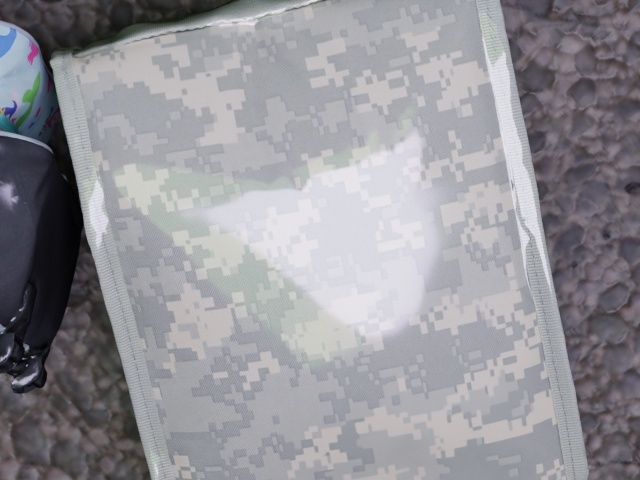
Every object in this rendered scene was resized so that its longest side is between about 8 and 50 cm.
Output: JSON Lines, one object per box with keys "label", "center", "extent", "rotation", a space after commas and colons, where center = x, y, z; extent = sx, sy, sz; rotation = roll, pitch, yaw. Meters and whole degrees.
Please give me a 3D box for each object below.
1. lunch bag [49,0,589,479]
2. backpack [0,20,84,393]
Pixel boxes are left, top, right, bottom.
{"label": "lunch bag", "center": [0.000, 0.000, 0.856], "extent": [0.235, 0.169, 0.287], "rotation": [-11, 108, 1]}
{"label": "backpack", "center": [-0.255, -0.038, 0.812], "extent": [0.253, 0.225, 0.191], "rotation": [10, 81, 0]}
